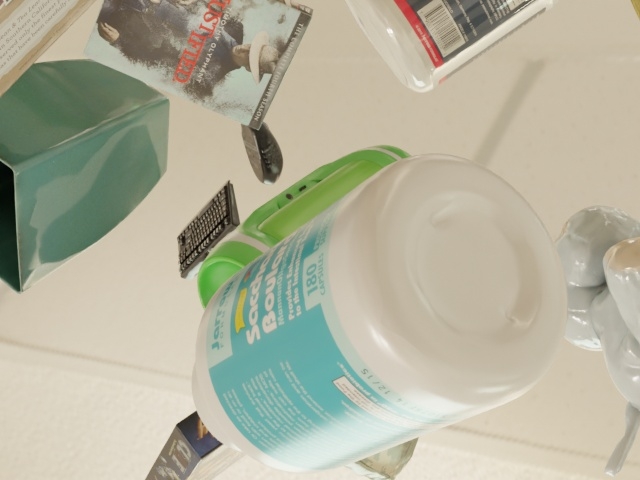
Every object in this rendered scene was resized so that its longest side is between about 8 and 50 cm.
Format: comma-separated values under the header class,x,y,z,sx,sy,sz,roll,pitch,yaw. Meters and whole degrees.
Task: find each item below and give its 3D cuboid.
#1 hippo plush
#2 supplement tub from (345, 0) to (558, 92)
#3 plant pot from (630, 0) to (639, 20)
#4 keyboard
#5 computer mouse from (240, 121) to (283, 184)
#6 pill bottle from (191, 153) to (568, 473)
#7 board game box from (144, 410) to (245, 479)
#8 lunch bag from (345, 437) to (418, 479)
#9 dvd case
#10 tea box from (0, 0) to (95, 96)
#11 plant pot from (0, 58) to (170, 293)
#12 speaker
class,x,y,z,sx,sy,sz,roll,pitch,yaw
hippo plush,0.386,0.076,1.475,0.234,0.294,0.236,-6,-162,-18
supplement tub,0.178,-0.329,1.562,0.272,0.191,0.191,-35,-141,1
plant pot,0.364,-0.207,0.962,0.212,0.212,0.187,135,-36,-57
keyboard,-0.161,-0.001,1.787,0.180,0.023,0.108,-42,-126,51
computer mouse,-0.097,-0.194,1.822,0.041,0.242,0.071,-21,-156,-15
pill bottle,0.016,0.060,0.775,0.264,0.146,0.146,-35,-157,52
board game box,-0.090,0.191,1.279,0.165,0.243,0.042,-33,-101,-26
lunch bag,0.020,0.147,1.604,0.169,0.235,0.287,-14,-126,33
dvd case,-0.075,-0.127,0.771,0.013,0.119,0.087,-86,-159,-58
tea box,-0.367,-0.316,1.115,0.323,0.220,0.329,32,-112,19
plant pot,-0.283,-0.095,1.357,0.165,0.166,0.234,33,-134,27
speaker,0.000,0.000,1.380,0.131,0.131,0.296,9,-149,37
